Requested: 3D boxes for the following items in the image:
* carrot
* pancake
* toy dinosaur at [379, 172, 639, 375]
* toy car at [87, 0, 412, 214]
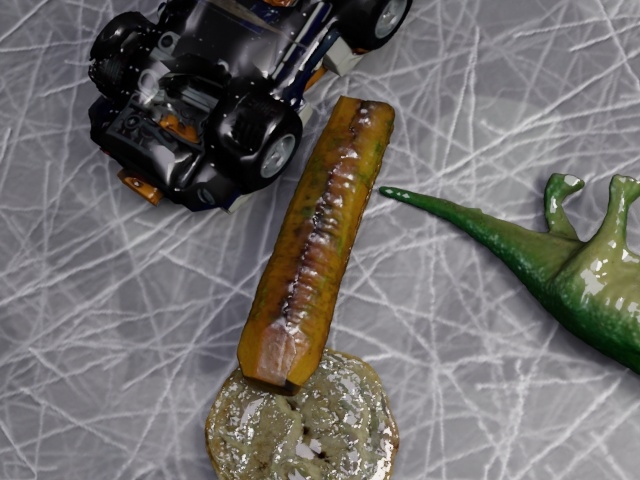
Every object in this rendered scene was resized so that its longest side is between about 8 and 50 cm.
[{"bbox_3d":[0.000,0.000,1.306,0.070,0.070,0.260,18,71,7],"label":"carrot"},{"bbox_3d":[-0.014,0.158,1.301,0.158,0.028,0.158,-1,74,2],"label":"pancake"},{"bbox_3d":[0.233,0.102,1.267,0.447,0.087,0.300,10,85,24],"label":"toy dinosaur"},{"bbox_3d":[-0.064,-0.161,1.331,0.193,0.118,0.301,34,82,19],"label":"toy car"}]
